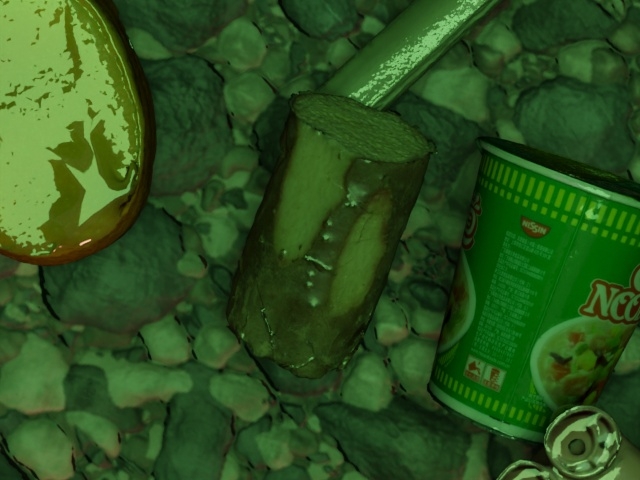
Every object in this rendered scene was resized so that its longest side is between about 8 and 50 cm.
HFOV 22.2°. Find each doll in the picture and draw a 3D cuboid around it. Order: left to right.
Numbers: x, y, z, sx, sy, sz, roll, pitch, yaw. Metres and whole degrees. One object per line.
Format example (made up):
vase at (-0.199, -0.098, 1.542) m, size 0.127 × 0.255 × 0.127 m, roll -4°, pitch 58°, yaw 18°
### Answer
doll at (0.266, 0.260, 1.414) m, size 0.284 × 0.268 × 0.216 m, roll -43°, pitch 74°, yaw -1°

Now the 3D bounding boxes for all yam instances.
yam at (0.001, 0.000, 1.429) m, size 0.128 × 0.129 × 0.238 m, roll 10°, pitch 112°, yaw -28°

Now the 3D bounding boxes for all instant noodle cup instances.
instant noodle cup at (0.196, 0.048, 1.439) m, size 0.207 × 0.207 × 0.232 m, roll 18°, pitch 101°, yaw -3°

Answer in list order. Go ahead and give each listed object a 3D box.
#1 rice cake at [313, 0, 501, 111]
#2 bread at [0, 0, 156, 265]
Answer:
rice cake at (0.102, -0.196, 1.479) m, size 0.256 × 0.052 × 0.057 m, roll -43°, pitch 91°, yaw 0°
bread at (-0.244, -0.111, 1.423) m, size 0.195 × 0.142 × 0.269 m, roll -12°, pitch 95°, yaw -4°
